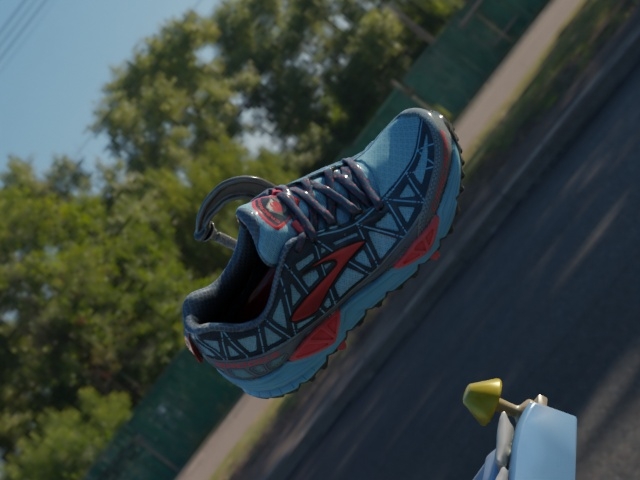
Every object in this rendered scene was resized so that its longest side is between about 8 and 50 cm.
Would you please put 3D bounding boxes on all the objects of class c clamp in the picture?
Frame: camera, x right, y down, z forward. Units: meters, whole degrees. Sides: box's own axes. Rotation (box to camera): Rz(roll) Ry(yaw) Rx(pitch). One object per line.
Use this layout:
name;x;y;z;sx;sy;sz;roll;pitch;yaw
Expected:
c clamp;-0.056;0.002;1.168;0.137;0.161;0.022;-35;39;30

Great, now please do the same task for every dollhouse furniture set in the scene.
dollhouse furniture set;0.071;0.295;1.078;0.286;0.198;0.303;116;171;-49

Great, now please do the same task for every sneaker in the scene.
sneaker;0.000;0.000;0.906;0.262;0.125;0.104;-52;41;3
